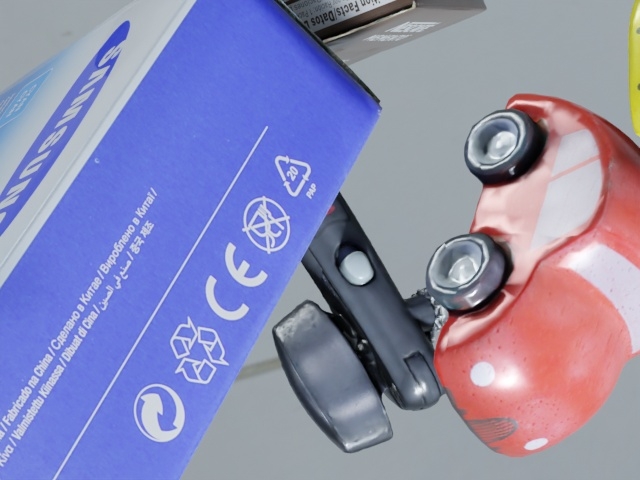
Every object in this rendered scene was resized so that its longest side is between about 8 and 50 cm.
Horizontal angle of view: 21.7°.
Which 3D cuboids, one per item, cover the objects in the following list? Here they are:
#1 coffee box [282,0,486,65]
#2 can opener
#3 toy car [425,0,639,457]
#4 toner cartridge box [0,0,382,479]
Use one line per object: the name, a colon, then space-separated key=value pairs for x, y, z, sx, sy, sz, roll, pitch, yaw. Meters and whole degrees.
coffee box: x=-0.008 y=-0.224 z=0.912 sx=0.098 sy=0.141 sz=0.246 roll=-19 pitch=90 yaw=22
can opener: x=0.000 y=0.000 z=0.746 sx=0.073 sy=0.059 sz=0.186 roll=-21 pitch=73 yaw=-19
toy car: x=0.085 y=-0.084 z=0.476 sx=0.053 sy=0.239 sz=0.225 roll=-7 pitch=108 yaw=36
toner cartridge box: x=-0.121 y=0.081 z=0.456 sx=0.075 sy=0.348 sz=0.165 roll=44 pitch=143 yaw=-21
